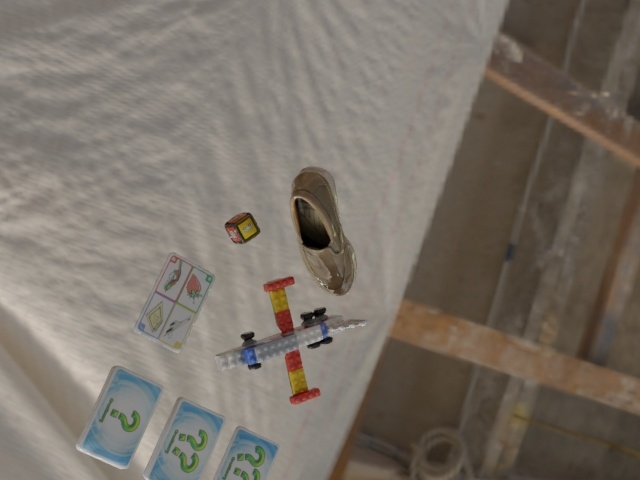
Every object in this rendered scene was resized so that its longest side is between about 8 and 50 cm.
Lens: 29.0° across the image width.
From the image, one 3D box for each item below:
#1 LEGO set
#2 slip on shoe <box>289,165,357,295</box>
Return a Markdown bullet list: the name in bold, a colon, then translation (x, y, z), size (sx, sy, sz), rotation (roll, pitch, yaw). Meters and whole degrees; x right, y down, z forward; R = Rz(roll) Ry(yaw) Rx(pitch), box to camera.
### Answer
- **LEGO set**: translation (-0.075, 0.104, 1.068), size (0.182, 0.060, 0.244), rotation (31, -105, -27)
- **slip on shoe**: translation (0.000, 0.000, 1.097), size (0.041, 0.051, 0.135), rotation (-63, -28, -48)
